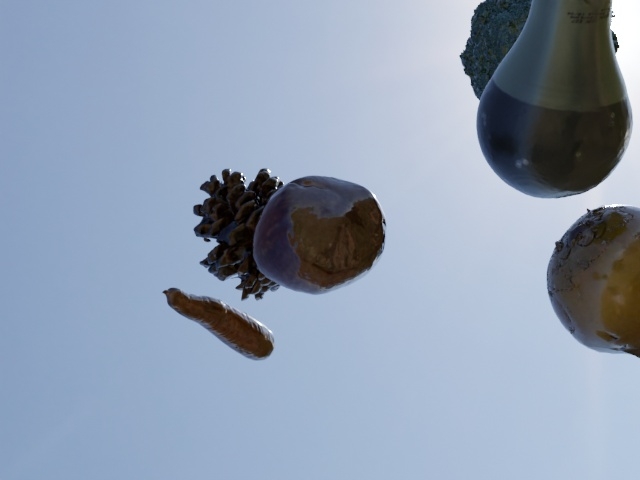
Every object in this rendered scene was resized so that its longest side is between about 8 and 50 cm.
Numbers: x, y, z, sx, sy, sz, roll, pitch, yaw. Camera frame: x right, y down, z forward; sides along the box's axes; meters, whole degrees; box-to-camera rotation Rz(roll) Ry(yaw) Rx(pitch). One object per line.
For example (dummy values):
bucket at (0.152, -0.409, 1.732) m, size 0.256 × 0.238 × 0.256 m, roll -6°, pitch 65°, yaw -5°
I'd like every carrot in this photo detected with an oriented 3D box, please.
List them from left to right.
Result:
carrot at (-0.140, 0.116, 2.123) m, size 0.248 × 0.059 × 0.059 m, roll 36°, pitch -99°, yaw -50°

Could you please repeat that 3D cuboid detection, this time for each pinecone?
pinecone at (-0.082, -0.015, 1.835) m, size 0.174 × 0.174 × 0.173 m, roll -30°, pitch -48°, yaw -40°

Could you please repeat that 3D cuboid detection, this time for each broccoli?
broccoli at (0.351, -0.286, 2.257) m, size 0.270 × 0.270 × 0.270 m, roll 19°, pitch -86°, yaw -44°

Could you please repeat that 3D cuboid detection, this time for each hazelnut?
hazelnut at (0.000, 0.000, 1.699) m, size 0.154 × 0.143 × 0.143 m, roll -11°, pitch -60°, yaw -26°

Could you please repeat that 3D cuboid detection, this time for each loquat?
loquat at (0.449, 0.059, 2.217) m, size 0.235 × 0.235 × 0.235 m, roll -30°, pitch -48°, yaw -40°

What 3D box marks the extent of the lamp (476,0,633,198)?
lamp at (0.299, -0.197, 1.740) m, size 0.182 × 0.182 × 0.313 m, roll -8°, pitch -52°, yaw -50°
